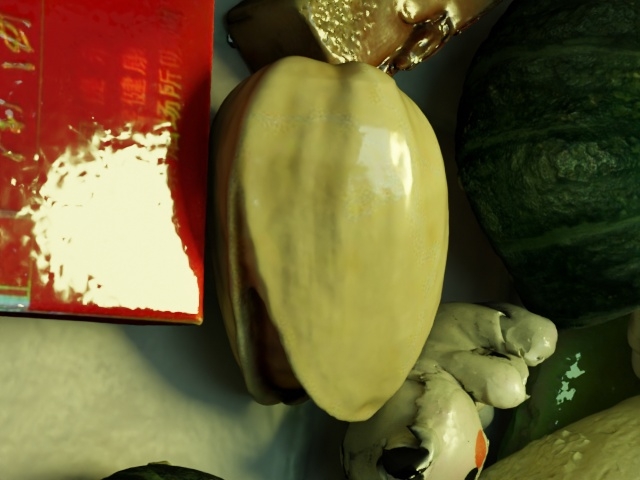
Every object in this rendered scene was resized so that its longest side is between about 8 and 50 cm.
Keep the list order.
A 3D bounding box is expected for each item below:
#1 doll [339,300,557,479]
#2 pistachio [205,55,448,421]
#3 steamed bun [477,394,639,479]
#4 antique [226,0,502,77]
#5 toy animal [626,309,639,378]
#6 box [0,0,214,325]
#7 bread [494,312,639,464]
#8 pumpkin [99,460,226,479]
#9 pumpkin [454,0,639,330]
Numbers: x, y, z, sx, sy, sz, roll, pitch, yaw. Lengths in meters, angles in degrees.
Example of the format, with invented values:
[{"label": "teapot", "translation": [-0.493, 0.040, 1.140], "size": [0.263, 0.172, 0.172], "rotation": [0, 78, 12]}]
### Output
[{"label": "doll", "translation": [0.076, 0.116, 0.919], "size": [0.095, 0.149, 0.192], "rotation": [35, 52, 1]}, {"label": "pistachio", "translation": [0.000, 0.000, 0.841], "size": [0.157, 0.157, 0.229], "rotation": [-15, 113, -36]}, {"label": "steamed bun", "translation": [0.188, 0.235, 0.917], "size": [0.250, 0.155, 0.200], "rotation": [-35, 104, 9]}, {"label": "antique", "translation": [0.075, -0.196, 0.965], "size": [0.310, 0.087, 0.093], "rotation": [-41, 111, -32]}, {"label": "toy animal", "translation": [0.322, 0.054, 0.954], "size": [0.204, 0.156, 0.208], "rotation": [-43, 130, -17]}, {"label": "box", "translation": [-0.210, -0.060, 0.741], "size": [0.313, 0.089, 0.197], "rotation": [6, 84, -35]}, {"label": "bread", "translation": [0.271, 0.175, 1.042], "size": [0.301, 0.045, 0.301], "rotation": [-1, 93, -16]}, {"label": "pumpkin", "translation": [-0.086, 0.220, 0.771], "size": [0.190, 0.146, 0.190], "rotation": [5, 82, -34]}, {"label": "pumpkin", "translation": [0.219, -0.104, 0.959], "size": [0.197, 0.263, 0.293], "rotation": [49, 66, -13]}]
